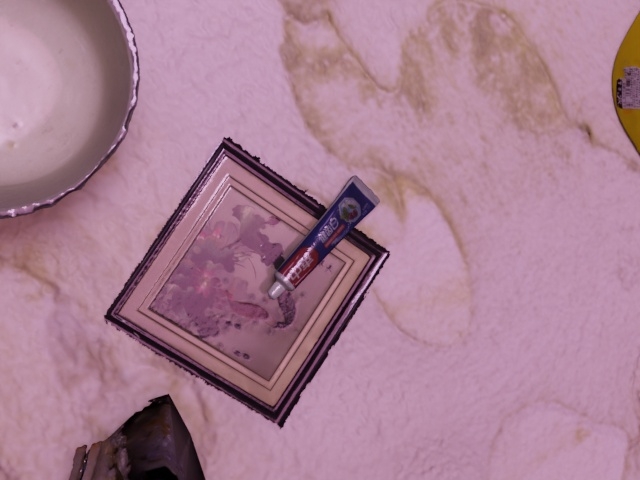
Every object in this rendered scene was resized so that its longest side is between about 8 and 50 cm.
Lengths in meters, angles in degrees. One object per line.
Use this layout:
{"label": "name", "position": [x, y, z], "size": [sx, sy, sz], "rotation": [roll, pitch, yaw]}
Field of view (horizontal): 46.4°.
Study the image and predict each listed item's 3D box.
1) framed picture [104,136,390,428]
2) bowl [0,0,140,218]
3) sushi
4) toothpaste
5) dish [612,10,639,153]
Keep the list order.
{"label": "framed picture", "position": [-0.060, 0.039, 0.675], "size": [0.195, 0.010, 0.199], "rotation": [35, 85, -16]}
{"label": "bowl", "position": [-0.246, -0.122, 0.554], "size": [0.212, 0.112, 0.211], "rotation": [-2, 96, -17]}
{"label": "sushi", "position": [-0.129, 0.284, 0.633], "size": [0.109, 0.134, 0.272], "rotation": [-18, 115, -1]}
{"label": "toothpaste", "position": [0.000, 0.000, 0.674], "size": [0.037, 0.021, 0.140], "rotation": [46, 74, -15]}
{"label": "dish", "position": [0.383, -0.153, 0.755], "size": [0.149, 0.080, 0.207], "rotation": [-22, 99, -13]}
